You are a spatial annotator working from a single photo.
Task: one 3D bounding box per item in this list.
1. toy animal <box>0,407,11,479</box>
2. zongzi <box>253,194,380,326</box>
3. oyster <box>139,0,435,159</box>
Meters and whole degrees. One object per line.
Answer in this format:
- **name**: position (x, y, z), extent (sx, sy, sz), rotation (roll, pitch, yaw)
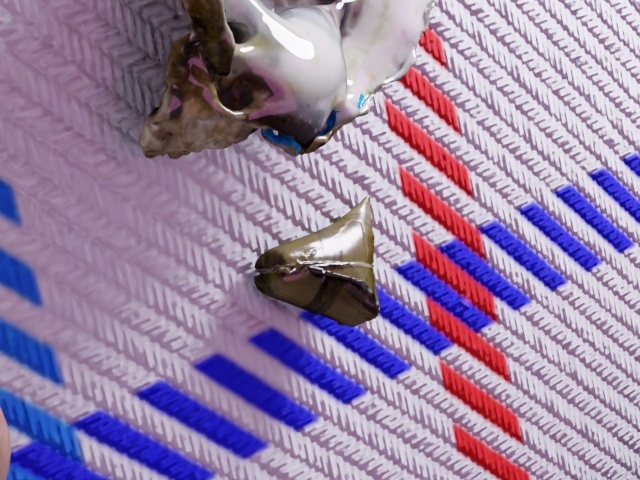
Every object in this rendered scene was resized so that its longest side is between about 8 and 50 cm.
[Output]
- **toy animal**: position (-0.208, 0.093, 0.591), extent (0.171, 0.197, 0.171), rotation (-6, 99, -45)
- **zongzi**: position (0.000, 0.000, 0.918), extent (0.076, 0.040, 0.083), rotation (23, 62, -36)
- **oyster**: position (-0.015, -0.151, 0.872), extent (0.223, 0.083, 0.214), rotation (-5, 96, -50)
